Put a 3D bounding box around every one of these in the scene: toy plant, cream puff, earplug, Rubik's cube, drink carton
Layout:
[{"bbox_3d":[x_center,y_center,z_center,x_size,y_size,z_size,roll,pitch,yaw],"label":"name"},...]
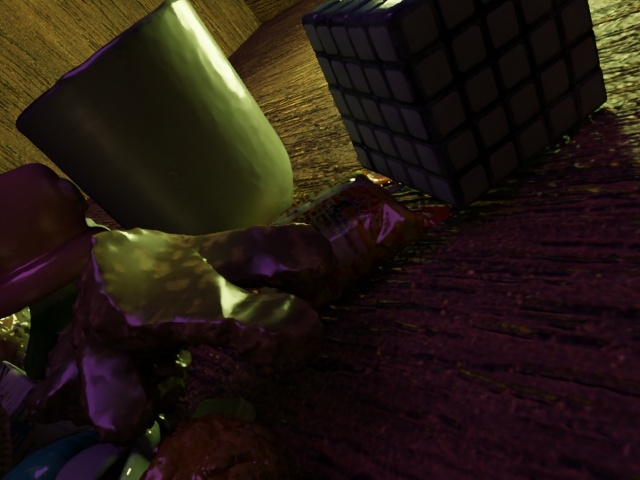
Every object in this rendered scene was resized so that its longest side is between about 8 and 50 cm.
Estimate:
[{"bbox_3d":[-0.397,0.070,0.735,0.210,0.356,0.317,-29,14,-16],"label":"toy plant"},{"bbox_3d":[-0.043,0.235,0.354,0.168,0.183,0.183,7,50,22],"label":"cream puff"},{"bbox_3d":[-0.230,-0.135,0.807,0.312,0.394,0.313,-26,30,17],"label":"earplug"},{"bbox_3d":[0.155,-0.216,0.592,0.237,0.238,0.237,-36,30,-10],"label":"Rubik's cube"},{"bbox_3d":[-0.510,0.327,0.795,0.324,0.132,0.194,-5,46,49],"label":"drink carton"}]

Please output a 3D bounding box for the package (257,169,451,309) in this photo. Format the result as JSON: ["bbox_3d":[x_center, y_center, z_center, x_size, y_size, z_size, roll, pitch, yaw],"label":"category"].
[{"bbox_3d":[0.003,0.002,0.644,0.288,0.108,0.223,-39,30,0],"label":"package"}]

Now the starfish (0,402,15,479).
[{"bbox_3d":[-0.487,0.408,0.537,0.432,0.324,0.082,-52,-4,-23],"label":"starfish"}]

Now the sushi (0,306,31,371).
[{"bbox_3d":[-0.826,0.262,1.084,0.285,0.328,0.329,-41,28,24],"label":"sushi"}]

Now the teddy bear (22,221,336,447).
[{"bbox_3d":[-0.142,0.106,0.498,0.295,0.223,0.246,7,32,4],"label":"teddy bear"}]

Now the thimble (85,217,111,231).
[{"bbox_3d":[-0.481,0.072,1.008,0.245,0.217,0.157,11,50,23],"label":"thimble"}]

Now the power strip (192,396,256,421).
[{"bbox_3d":[-0.132,0.259,0.529,0.081,0.035,0.192,-18,37,36],"label":"power strip"}]

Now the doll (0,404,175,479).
[{"bbox_3d":[-0.239,0.259,0.519,0.153,0.195,0.258,22,48,13],"label":"doll"}]
